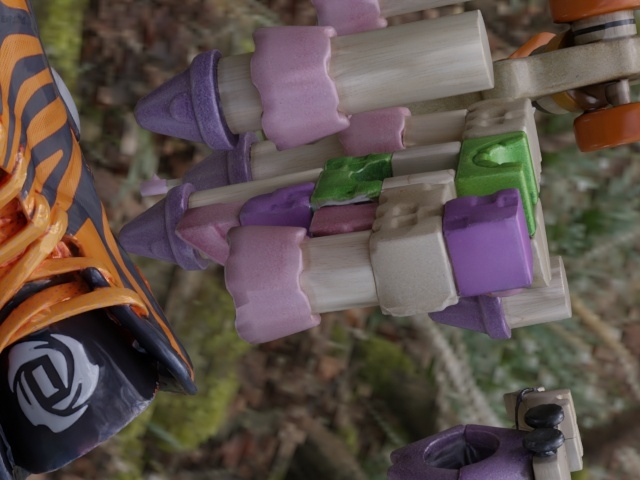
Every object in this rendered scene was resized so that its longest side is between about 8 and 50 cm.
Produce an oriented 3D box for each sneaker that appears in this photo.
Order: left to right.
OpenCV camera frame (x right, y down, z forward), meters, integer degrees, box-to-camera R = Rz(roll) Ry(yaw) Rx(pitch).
[{"bbox_3d":[-0.120,-0.013,0.719,0.125,0.180,0.321,-30,159,1],"label":"sneaker"}]

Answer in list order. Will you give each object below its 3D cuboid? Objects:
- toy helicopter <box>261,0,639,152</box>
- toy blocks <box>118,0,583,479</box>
[{"bbox_3d":[0.124,-0.126,1.706,0.355,0.235,0.140,-12,92,0],"label":"toy helicopter"},{"bbox_3d":[0.000,0.000,1.170,0.260,0.288,0.309,-10,108,10],"label":"toy blocks"}]
